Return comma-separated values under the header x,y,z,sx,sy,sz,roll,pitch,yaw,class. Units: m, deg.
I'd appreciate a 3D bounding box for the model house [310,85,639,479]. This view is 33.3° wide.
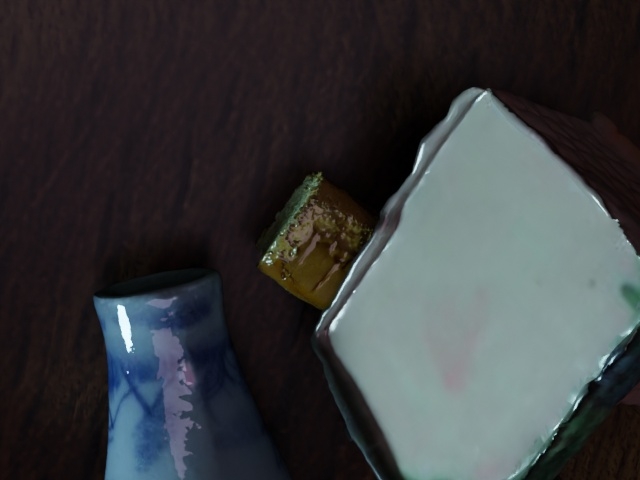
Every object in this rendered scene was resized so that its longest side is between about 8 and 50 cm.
x,y,z,sx,sy,sz,roll,pitch,yaw,class
0.166,0.058,0.706,0.237,0.202,0.237,7,123,-41,model house

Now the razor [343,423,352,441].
x,y,z,sx,sy,sz,roll,pitch,yaw,class
0.090,0.153,0.825,0.135,0.040,0.068,33,97,-20,razor

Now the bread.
x,y,z,sx,sy,sz,roll,pitch,yaw,class
0.001,0.001,0.749,0.070,0.076,0.083,33,95,-12,bread

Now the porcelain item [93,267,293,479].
x,y,z,sx,sy,sz,roll,pitch,yaw,class
-0.090,0.153,0.748,0.141,0.141,0.259,-9,96,-7,porcelain item
